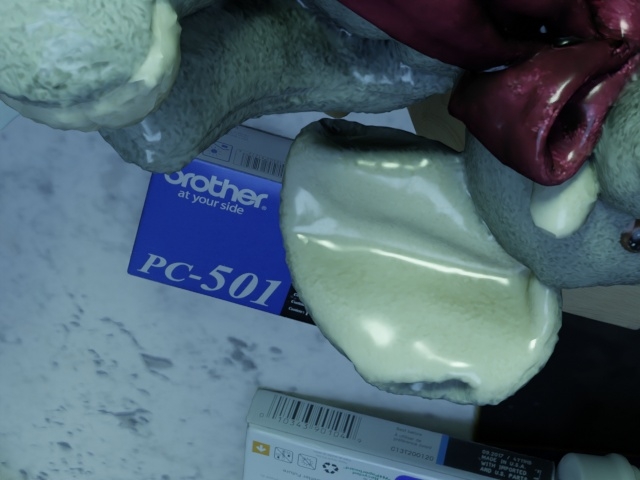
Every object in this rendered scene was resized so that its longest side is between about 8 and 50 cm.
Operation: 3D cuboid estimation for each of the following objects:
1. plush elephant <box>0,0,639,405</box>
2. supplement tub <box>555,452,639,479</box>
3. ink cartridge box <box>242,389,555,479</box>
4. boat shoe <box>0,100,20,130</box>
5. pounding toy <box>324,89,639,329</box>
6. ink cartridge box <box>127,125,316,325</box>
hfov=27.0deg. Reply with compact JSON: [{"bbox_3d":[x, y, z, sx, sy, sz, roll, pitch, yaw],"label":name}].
[{"bbox_3d":[0.078,-0.074,0.443,0.272,0.330,0.255,-42,97,4],"label":"plush elephant"},{"bbox_3d":[0.305,0.252,0.813,0.331,0.241,0.241,7,130,2],"label":"supplement tub"},{"bbox_3d":[0.043,0.209,0.927,0.206,0.045,0.208,13,130,6],"label":"ink cartridge box"},{"bbox_3d":[-0.205,-0.078,0.680,0.183,0.065,0.083,-45,113,-14],"label":"boat shoe"},{"bbox_3d":[0.091,-0.072,0.628,0.206,0.181,0.094,15,136,-42],"label":"pounding toy"},{"bbox_3d":[0.000,0.000,0.772,0.207,0.046,0.097,16,129,-5],"label":"ink cartridge box"}]
